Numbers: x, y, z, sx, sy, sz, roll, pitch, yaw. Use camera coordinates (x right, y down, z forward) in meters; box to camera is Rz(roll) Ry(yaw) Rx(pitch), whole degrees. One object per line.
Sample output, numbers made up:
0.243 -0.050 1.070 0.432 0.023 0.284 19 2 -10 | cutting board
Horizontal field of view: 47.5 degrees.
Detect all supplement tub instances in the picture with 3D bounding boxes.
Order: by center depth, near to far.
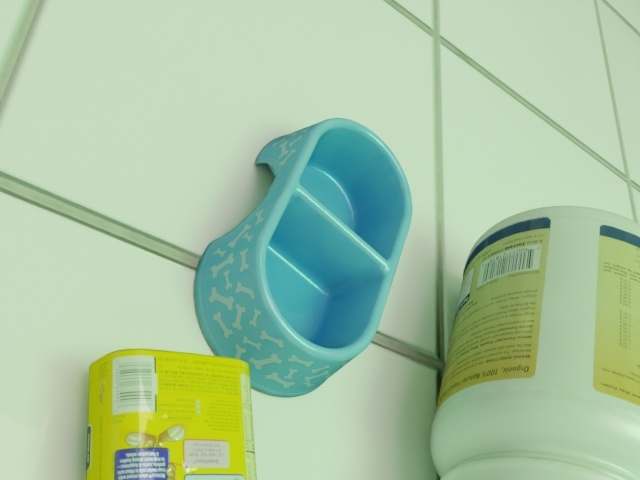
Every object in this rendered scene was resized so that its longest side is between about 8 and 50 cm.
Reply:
0.233 0.145 0.706 0.228 0.228 0.316 40 47 -21 | supplement tub

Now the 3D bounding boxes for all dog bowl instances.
0.000 0.000 0.680 0.166 0.074 0.297 41 46 -20 | dog bowl

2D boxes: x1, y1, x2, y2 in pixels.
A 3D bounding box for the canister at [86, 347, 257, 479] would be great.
-0.100 0.167 0.500 0.126 0.073 0.169 14 58 -38 | canister
